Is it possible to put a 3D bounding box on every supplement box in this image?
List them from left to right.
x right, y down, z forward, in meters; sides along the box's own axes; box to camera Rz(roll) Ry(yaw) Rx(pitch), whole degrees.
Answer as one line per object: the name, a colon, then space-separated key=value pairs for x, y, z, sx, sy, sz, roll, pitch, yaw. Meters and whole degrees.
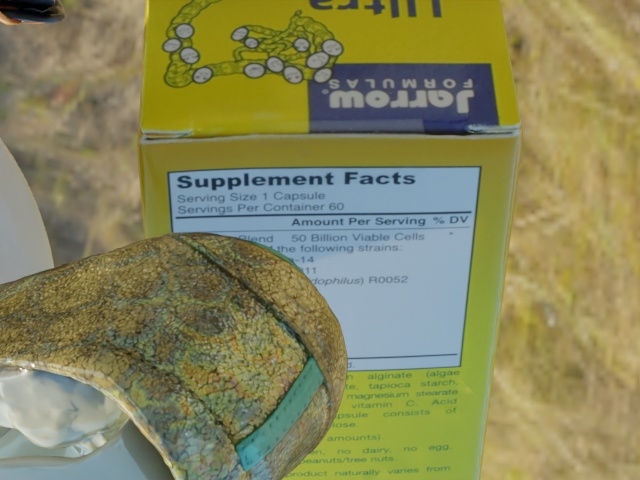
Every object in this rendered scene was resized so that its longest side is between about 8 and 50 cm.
supplement box: x=0.000 y=0.000 z=1.076 sx=0.194 sy=0.195 sz=0.357 roll=-1 pitch=137 yaw=-2

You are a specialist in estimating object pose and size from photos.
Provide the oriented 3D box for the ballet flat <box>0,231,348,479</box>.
ballet flat: x=-0.153 y=0.085 z=0.624 sx=0.348 sy=0.123 sz=0.123 roll=-17 pitch=142 yaw=29

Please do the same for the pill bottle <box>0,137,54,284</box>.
pill bottle: x=-0.335 y=0.048 z=0.924 sx=0.361 sy=0.204 sz=0.204 roll=-12 pitch=145 yaw=20

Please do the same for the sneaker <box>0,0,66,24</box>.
sneaker: x=-0.296 y=-0.196 z=1.348 sx=0.180 sy=0.321 sz=0.125 roll=5 pitch=120 yaw=16
